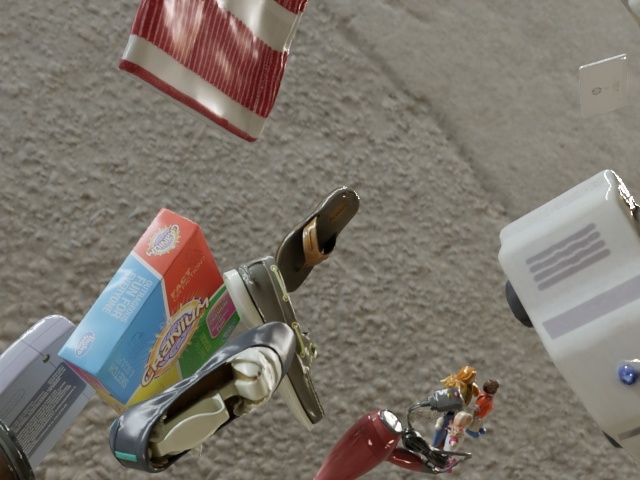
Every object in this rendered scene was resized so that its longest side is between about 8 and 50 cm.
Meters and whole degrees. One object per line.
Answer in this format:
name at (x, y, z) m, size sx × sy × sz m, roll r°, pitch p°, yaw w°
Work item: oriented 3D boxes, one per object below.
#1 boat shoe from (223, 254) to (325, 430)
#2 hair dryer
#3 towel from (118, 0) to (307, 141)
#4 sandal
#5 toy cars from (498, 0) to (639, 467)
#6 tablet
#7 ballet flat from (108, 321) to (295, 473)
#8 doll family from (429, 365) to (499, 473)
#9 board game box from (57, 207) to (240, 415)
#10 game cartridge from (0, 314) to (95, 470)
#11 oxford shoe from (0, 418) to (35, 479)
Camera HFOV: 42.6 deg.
boat shoe at (-0.058, 0.172, 1.371) m, size 0.091 × 0.109 × 0.305 m, roll -28°, pitch 99°, yaw -16°
hair dryer at (0.128, 0.380, 1.434) m, size 0.293 × 0.224 × 0.080 m, roll -13°, pitch 34°, yaw -4°
towel at (-0.081, -0.290, 0.881) m, size 0.037 × 0.329 × 0.237 m, roll 17°, pitch -4°, yaw 29°
sandal at (0.000, 0.000, 1.439) m, size 0.219 × 0.060 × 0.090 m, roll -47°, pitch 127°, yaw -10°
toy cars at (0.176, -0.033, 0.420) m, size 0.176 × 0.394 × 0.087 m, roll 11°, pitch 25°, yaw 23°
tablet at (0.325, -0.176, 0.943) m, size 0.083 × 0.054 × 0.006 m, roll 64°, pitch 14°, yaw -51°
ballet flat at (-0.087, 0.139, 0.724) m, size 0.203 × 0.074 × 0.074 m, roll -29°, pitch 77°, yaw -31°
doll family at (0.284, 0.355, 1.728) m, size 0.118 × 0.163 × 0.263 m, roll 23°, pitch 25°, yaw 24°
board game box at (-0.230, 0.136, 1.190) m, size 0.064 × 0.316 × 0.242 m, roll 24°, pitch 67°, yaw 18°
game cartridge at (-0.437, 0.254, 1.173) m, size 0.062 × 0.198 × 0.297 m, roll 25°, pitch 65°, yaw 26°
oxford shoe at (-0.318, 0.169, 0.649) m, size 0.096 × 0.227 × 0.083 m, roll -42°, pitch 131°, yaw -47°
